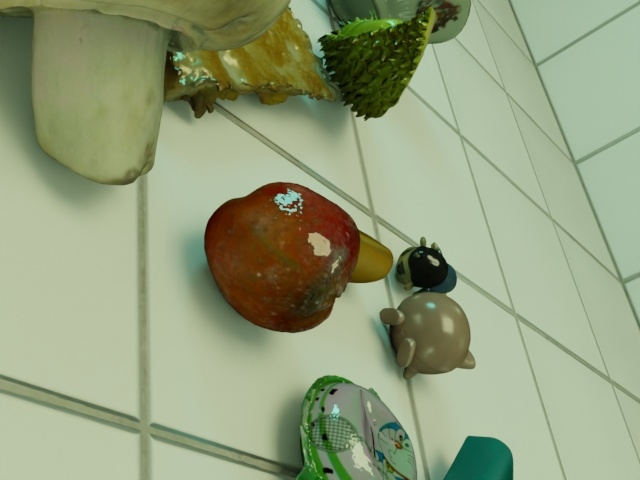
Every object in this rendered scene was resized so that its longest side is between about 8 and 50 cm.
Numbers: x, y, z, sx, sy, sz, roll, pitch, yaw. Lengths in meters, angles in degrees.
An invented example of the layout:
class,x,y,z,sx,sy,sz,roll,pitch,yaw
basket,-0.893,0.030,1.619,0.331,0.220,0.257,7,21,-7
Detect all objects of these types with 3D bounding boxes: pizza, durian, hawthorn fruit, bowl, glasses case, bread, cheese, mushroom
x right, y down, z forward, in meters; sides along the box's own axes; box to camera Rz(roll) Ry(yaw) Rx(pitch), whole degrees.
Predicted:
class,x,y,z,sx,sy,sz,roll,pitch,yaw
pizza,-0.159,-0.354,1.211,0.392,0.080,0.435,63,26,6
durian,0.095,-0.302,1.418,0.158,0.169,0.352,59,-6,-16
hawthorn fruit,-0.045,0.016,0.948,0.173,0.173,0.173,40,33,-33
bowl,0.119,-0.497,1.674,0.157,0.337,0.337,-41,103,-21
glasses case,0.181,0.359,1.053,0.301,0.070,0.117,-33,118,-64
bread,0.000,0.000,1.126,0.239,0.074,0.092,25,10,-47
cheese,0.030,0.260,0.912,0.204,0.083,0.320,57,26,-5
mushroom,-0.210,-0.275,0.822,0.325,0.353,0.353,42,24,14

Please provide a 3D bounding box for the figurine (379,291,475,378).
class,x,y,z,sx,sy,sz,roll,pitch,yaw
figurine,0.157,0.136,1.228,0.138,0.125,0.125,4,58,-40

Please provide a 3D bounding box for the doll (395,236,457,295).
class,x,y,z,sx,sy,sz,roll,pitch,yaw
doll,0.170,0.048,1.366,0.179,0.089,0.102,45,60,-65
